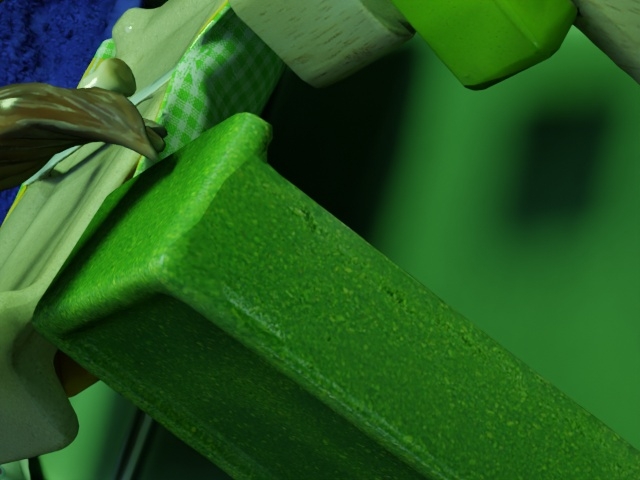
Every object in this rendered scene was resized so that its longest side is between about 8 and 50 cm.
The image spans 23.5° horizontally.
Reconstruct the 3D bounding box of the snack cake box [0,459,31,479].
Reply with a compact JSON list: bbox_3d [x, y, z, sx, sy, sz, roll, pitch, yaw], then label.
[{"bbox_3d":[-0.244,0.167,0.611,0.264,0.152,0.089,-59,22,10],"label":"snack cake box"}]

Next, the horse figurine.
[{"bbox_3d":[-0.136,-0.005,0.427,0.174,0.066,0.263,-40,10,-24],"label":"horse figurine"}]

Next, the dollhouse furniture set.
[{"bbox_3d":[0.000,0.000,0.481,0.301,0.151,0.197,-22,35,60],"label":"dollhouse furniture set"}]

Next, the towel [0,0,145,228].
[{"bbox_3d":[-0.224,-0.094,0.616,0.076,0.308,0.227,133,144,-59],"label":"towel"}]
